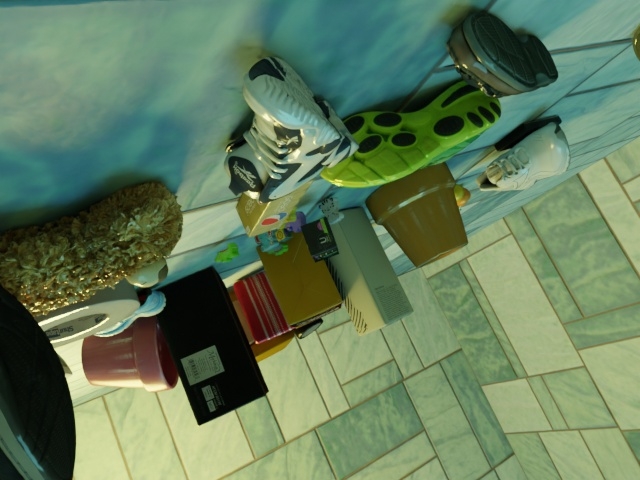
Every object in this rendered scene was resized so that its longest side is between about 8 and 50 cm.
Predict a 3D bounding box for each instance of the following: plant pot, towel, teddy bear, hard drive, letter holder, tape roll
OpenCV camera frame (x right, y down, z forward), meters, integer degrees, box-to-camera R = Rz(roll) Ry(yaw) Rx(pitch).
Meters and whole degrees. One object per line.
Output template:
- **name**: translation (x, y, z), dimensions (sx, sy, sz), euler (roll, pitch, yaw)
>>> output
- **plant pot**: translation (0.234, -0.047, 1.152), dimensions (0.205, 0.187, 0.205), euler (-23, 168, -5)
- **towel**: translation (-0.078, 0.134, 1.334), dimensions (0.275, 0.198, 0.031), euler (-25, 148, -3)
- **teddy bear**: translation (-0.323, 0.044, 0.621), dimensions (0.338, 0.113, 0.245), euler (-20, 170, -20)
- **hard drive**: translation (0.482, -0.248, 1.176), dimensions (0.135, 0.022, 0.094), euler (-18, 167, -32)
- **plant pot**: translation (-0.443, 0.261, 1.185), dimensions (0.181, 0.201, 0.201), euler (-8, 167, -4)
- **letter holder**: translation (-0.247, 0.242, 1.172), dimensions (0.152, 0.301, 0.214), euler (-23, 169, -7)
- **tape roll**: translation (-0.414, 0.111, 0.824), dimensions (0.219, 0.072, 0.219), euler (-24, 169, -5)

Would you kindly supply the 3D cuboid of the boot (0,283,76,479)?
- **boot**: translation (-0.411, 0.131, 0.429), dimensions (0.285, 0.138, 0.377), euler (-19, 128, -8)

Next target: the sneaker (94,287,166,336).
- **sneaker**: translation (-0.405, 0.137, 1.035), dimensions (0.162, 0.063, 0.073), euler (-28, 151, -6)

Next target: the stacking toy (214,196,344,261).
- **stacking toy**: translation (-0.081, -0.021, 0.985), dimensions (0.221, 0.052, 0.167), euler (-30, 166, 34)

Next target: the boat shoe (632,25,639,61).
- **boat shoe**: translation (0.588, -0.355, 0.729), dimensions (0.104, 0.113, 0.302), euler (-26, 179, -1)

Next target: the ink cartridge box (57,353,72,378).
- **ink cartridge box**: translation (-0.721, 0.363, 0.999), dimensions (0.385, 0.091, 0.308), euler (-40, 174, -17)

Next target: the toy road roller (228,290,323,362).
- **toy road roller**: translation (-0.124, 0.181, 1.443), dimensions (0.330, 0.202, 0.240), euler (-22, 157, -38)

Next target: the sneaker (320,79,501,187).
- **sneaker**: translation (0.128, -0.136, 0.739), dimensions (0.296, 0.109, 0.123), euler (-22, 164, -17)

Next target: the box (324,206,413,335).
- **box**: translation (0.093, 0.067, 1.153), dimensions (0.113, 0.274, 0.094), euler (-12, 163, -44)

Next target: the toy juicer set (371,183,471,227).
- **toy juicer set**: translation (0.305, -0.075, 1.418), dimensions (0.329, 0.089, 0.209), euler (-13, 164, -43)

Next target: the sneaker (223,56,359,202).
- **sneaker**: translation (-0.056, -0.100, 0.557), dimensions (0.153, 0.094, 0.235), euler (-37, 176, 14)

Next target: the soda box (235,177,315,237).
- **soda box**: translation (-0.072, -0.069, 0.756), dimensions (0.061, 0.058, 0.181), euler (-19, 168, -26)

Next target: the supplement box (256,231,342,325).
- **supplement box**: translation (-0.045, 0.094, 1.201), dimensions (0.129, 0.191, 0.194), euler (-24, 169, -3)

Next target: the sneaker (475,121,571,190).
- **sneaker**: translation (0.464, -0.171, 1.172), dimensions (0.130, 0.110, 0.297), euler (-17, 166, -9)

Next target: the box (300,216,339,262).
- **box**: translation (0.000, 0.000, 0.940), dimensions (0.052, 0.062, 0.083), euler (-21, 168, 1)

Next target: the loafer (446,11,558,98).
- **loafer**: translation (0.222, -0.213, 0.641), dimensions (0.084, 0.096, 0.268), euler (-27, 172, 41)
